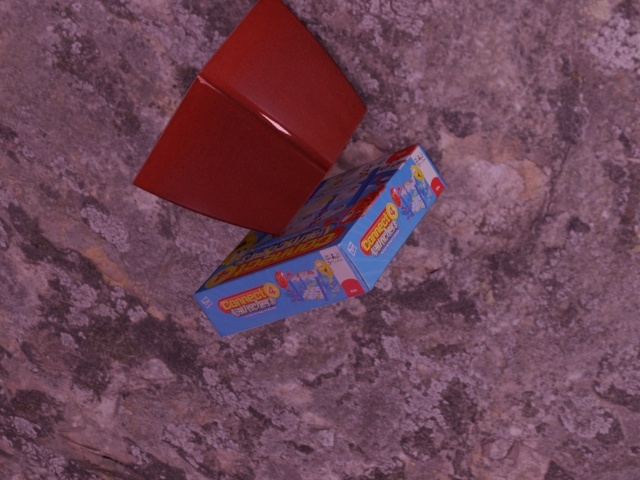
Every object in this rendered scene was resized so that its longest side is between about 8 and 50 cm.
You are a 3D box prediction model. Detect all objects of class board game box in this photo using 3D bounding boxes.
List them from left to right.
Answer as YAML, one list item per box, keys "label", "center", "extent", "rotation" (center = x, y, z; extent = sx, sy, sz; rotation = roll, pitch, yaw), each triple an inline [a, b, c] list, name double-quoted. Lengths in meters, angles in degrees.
- label: "board game box"
  center: [0.000, 0.000, 2.105]
  extent: [0.308, 0.302, 0.086]
  rotation: [-20, 110, 38]

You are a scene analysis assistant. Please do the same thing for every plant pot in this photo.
- label: "plant pot"
  center: [-0.089, -0.170, 2.077]
  extent: [0.236, 0.267, 0.267]
  rotation: [35, 133, -5]
